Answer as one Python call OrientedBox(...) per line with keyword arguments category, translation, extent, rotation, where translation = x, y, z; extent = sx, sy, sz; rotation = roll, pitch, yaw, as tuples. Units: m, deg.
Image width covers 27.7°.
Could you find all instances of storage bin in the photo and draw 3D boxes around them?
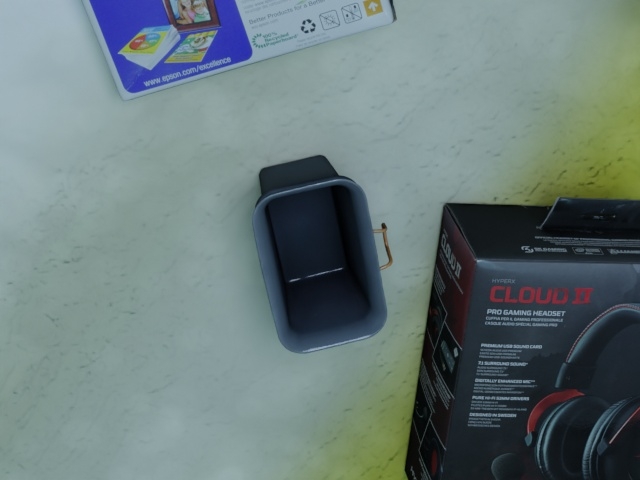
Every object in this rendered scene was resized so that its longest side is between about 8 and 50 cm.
OrientedBox(category="storage bin", translation=(0.000, 0.000, 0.989), extent=(0.098, 0.091, 0.135), rotation=(-13, 118, -3))

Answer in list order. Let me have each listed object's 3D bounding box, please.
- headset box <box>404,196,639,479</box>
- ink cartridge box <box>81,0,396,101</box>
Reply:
OrientedBox(category="headset box", translation=(0.199, 0.096, 1.059), extent=(0.218, 0.110, 0.293), rotation=(2, 115, -10))
OrientedBox(category="ink cartridge box", translation=(-0.073, -0.219, 0.885), extent=(0.206, 0.045, 0.208), rotation=(-15, 120, 6))
